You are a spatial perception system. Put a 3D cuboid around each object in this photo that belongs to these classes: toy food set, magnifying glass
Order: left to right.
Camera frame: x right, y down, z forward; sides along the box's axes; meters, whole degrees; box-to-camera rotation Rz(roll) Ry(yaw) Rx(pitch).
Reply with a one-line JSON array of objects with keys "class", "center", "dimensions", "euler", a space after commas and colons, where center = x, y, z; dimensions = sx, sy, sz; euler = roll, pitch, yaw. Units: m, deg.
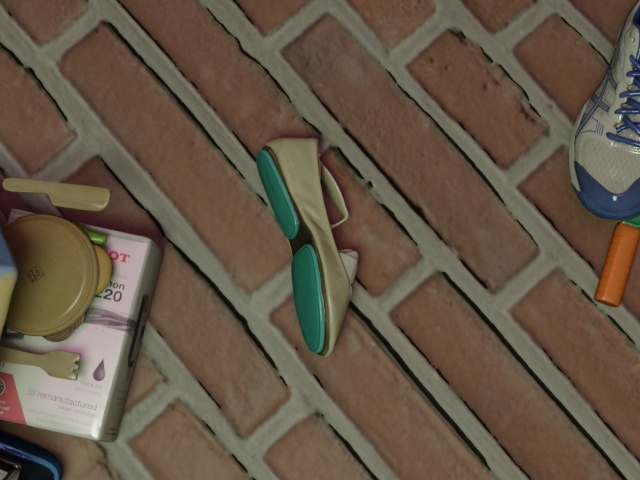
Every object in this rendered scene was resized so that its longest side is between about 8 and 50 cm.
[{"class": "toy food set", "center": [-0.277, 0.036, 1.021], "dimensions": [0.132, 0.038, 0.192], "euler": [9, 84, 8]}, {"class": "magnifying glass", "center": [0.353, -0.038, 1.135], "dimensions": [0.092, 0.026, 0.231], "euler": [19, 81, 3]}]

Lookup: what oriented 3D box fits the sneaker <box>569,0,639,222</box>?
[{"class": "sneaker", "center": [0.343, -0.169, 1.088], "dimensions": [0.111, 0.131, 0.297], "euler": [15, 73, 13]}]

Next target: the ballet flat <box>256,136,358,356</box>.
[{"class": "ballet flat", "center": [0.000, 0.000, 1.102], "dimensions": [0.086, 0.086, 0.249], "euler": [-15, 79, -3]}]

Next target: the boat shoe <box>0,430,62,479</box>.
[{"class": "boat shoe", "center": [-0.400, 0.221, 1.041], "dimensions": [0.258, 0.109, 0.089], "euler": [22, 84, 5]}]

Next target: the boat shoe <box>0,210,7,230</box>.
[{"class": "boat shoe", "center": [-0.494, -0.050, 1.106], "dimensions": [0.335, 0.096, 0.112], "euler": [26, 45, 0]}]

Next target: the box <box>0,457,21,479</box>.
[{"class": "box", "center": [-0.464, 0.272, 0.982], "dimensions": [0.307, 0.076, 0.243], "euler": [21, 117, 3]}]

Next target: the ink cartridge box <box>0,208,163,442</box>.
[{"class": "ink cartridge box", "center": [-0.271, 0.090, 1.072], "dimensions": [0.158, 0.092, 0.218], "euler": [12, 78, 2]}]

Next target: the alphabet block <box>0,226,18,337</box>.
[{"class": "alphabet block", "center": [-0.410, 0.060, 0.932], "dimensions": [0.193, 0.192, 0.197], "euler": [7, 113, -32]}]
